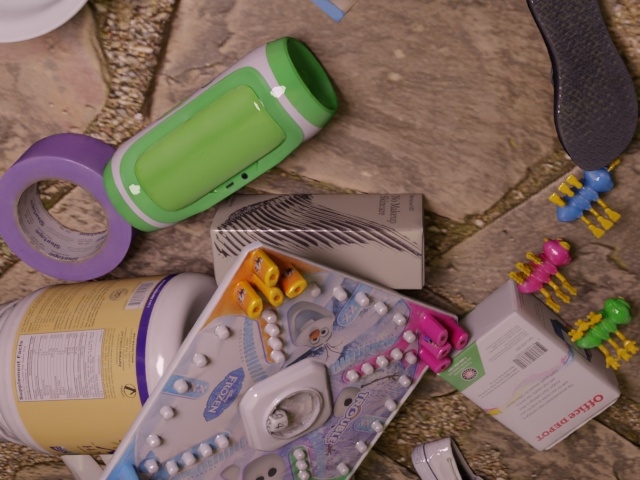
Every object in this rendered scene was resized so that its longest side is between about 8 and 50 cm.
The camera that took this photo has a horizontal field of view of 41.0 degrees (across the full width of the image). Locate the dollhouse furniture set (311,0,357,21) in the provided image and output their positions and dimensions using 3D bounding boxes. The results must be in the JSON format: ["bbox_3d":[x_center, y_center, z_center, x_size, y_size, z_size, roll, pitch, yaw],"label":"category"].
[{"bbox_3d":[0.042,-0.400,0.781,0.198,0.303,0.286,37,117,-16],"label":"dollhouse furniture set"}]

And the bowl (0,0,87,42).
[{"bbox_3d":[-0.354,-0.379,0.937,0.297,0.134,0.298,3,120,5],"label":"bowl"}]

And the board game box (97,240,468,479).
[{"bbox_3d":[-0.034,0.221,1.087,0.390,0.050,0.390,22,106,-41],"label":"board game box"}]

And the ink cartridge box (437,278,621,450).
[{"bbox_3d":[0.292,0.180,1.215,0.212,0.093,0.154,38,118,-14],"label":"ink cartridge box"}]

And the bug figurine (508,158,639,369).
[{"bbox_3d":[0.378,0.034,1.126,0.279,0.072,0.216,40,108,-11],"label":"bug figurine"}]

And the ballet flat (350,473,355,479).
[{"bbox_3d":[0.001,0.472,1.428,0.091,0.077,0.241,11,121,-1],"label":"ballet flat"}]

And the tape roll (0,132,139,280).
[{"bbox_3d":[-0.338,-0.044,1.162,0.188,0.080,0.189,3,120,5],"label":"tape roll"}]

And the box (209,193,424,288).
[{"bbox_3d":[0.000,0.000,1.133,0.275,0.113,0.094,-1,119,5],"label":"box"}]

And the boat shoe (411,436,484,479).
[{"bbox_3d":[0.232,0.408,1.359,0.075,0.083,0.226,-28,113,22],"label":"boat shoe"}]

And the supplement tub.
[{"bbox_3d":[-0.289,0.173,1.178,0.331,0.241,0.241,-6,120,21],"label":"supplement tub"}]

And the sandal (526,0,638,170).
[{"bbox_3d":[0.311,-0.208,1.016,0.097,0.054,0.255,-16,108,7],"label":"sandal"}]

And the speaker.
[{"bbox_3d":[-0.127,-0.127,1.064,0.296,0.131,0.131,-30,113,21],"label":"speaker"}]

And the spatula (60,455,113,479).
[{"bbox_3d":[-0.325,0.436,1.481,0.168,0.019,0.242,-20,117,11],"label":"spatula"}]
